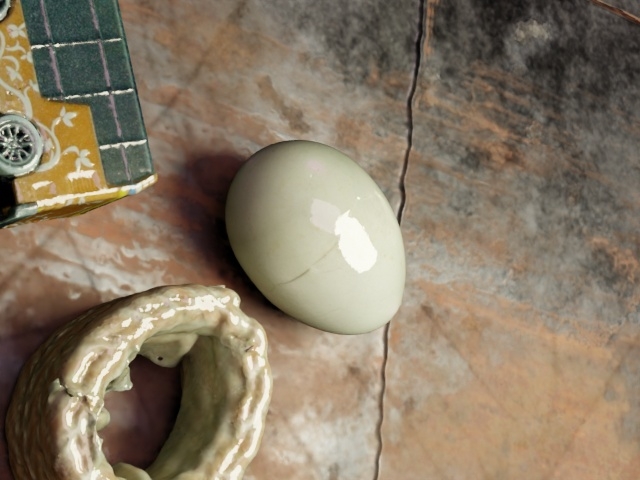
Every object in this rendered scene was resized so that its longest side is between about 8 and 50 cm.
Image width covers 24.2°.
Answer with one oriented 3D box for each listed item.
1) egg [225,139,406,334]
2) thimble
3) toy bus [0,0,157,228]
[{"bbox_3d":[0.000,0.000,1.416,0.209,0.151,0.151,50,59,-15],"label":"egg"},{"bbox_3d":[-0.152,0.149,1.294,0.229,0.148,0.196,-36,100,-30],"label":"thimble"},{"bbox_3d":[-0.255,-0.155,1.300,0.167,0.138,0.275,-12,88,-35],"label":"toy bus"}]
